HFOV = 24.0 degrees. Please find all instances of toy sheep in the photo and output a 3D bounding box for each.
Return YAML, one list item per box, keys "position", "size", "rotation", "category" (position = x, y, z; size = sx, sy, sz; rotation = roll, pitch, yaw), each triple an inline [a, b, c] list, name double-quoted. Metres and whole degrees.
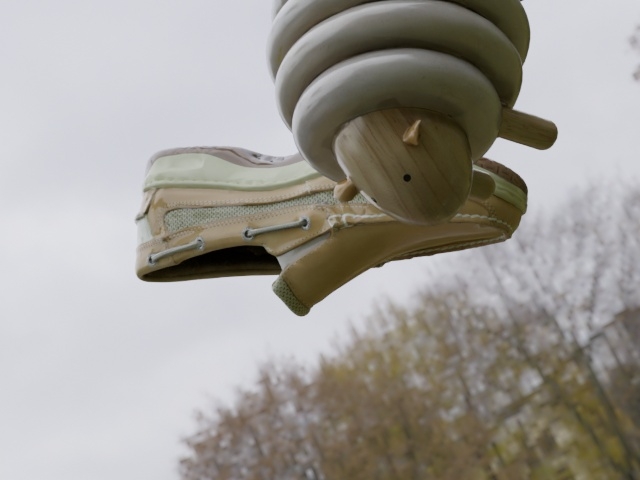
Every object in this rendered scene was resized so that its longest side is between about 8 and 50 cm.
- position: [0.025, -0.063, 0.474]
  size: [0.091, 0.132, 0.091]
  rotation: [-5, -33, -3]
  category: "toy sheep"

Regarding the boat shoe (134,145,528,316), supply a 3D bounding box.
- position: [0.000, 0.000, 0.666]
  size: [0.190, 0.072, 0.068]
  rotation: [-1, -23, 33]
  category: "boat shoe"
